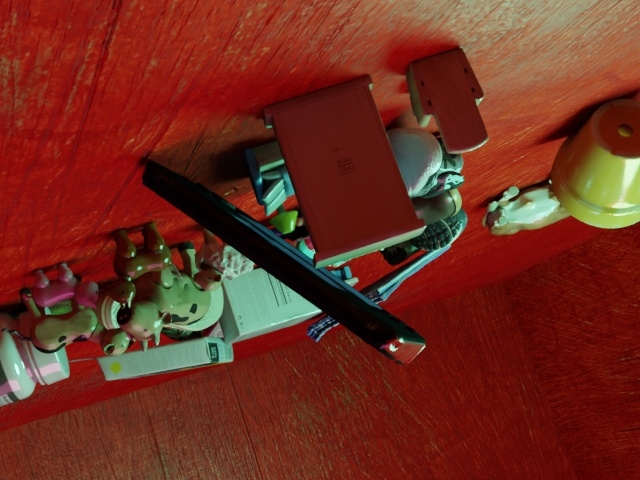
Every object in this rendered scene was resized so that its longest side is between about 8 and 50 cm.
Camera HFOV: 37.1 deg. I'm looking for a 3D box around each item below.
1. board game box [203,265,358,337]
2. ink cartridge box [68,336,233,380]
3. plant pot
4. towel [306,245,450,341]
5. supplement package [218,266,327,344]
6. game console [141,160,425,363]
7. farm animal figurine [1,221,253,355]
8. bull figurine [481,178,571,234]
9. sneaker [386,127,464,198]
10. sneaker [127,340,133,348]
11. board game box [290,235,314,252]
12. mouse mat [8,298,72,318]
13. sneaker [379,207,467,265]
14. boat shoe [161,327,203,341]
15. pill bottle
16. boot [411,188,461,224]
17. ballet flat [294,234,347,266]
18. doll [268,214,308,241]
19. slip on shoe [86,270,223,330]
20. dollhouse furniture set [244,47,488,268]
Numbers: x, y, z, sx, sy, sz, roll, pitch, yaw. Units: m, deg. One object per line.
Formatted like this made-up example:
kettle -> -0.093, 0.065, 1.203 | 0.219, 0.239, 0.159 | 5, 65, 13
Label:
board game box -> -0.128, 0.183, 2.618 | 0.390, 0.050, 0.390 | -16, 169, -18
ink cartridge box -> -0.368, 0.267, 2.110 | 0.307, 0.072, 0.303 | -12, 174, 3
plant pot -> 0.541, -0.155, 1.743 | 0.205, 0.205, 0.188 | -18, 154, -6
towel -> 0.127, 0.120, 2.155 | 0.243, 0.040, 0.336 | -33, 179, -36
supplement package -> -0.106, 0.131, 2.154 | 0.244, 0.134, 0.139 | -15, 170, -23
game console -> -0.035, 0.035, 1.274 | 0.060, 0.386, 0.342 | -55, 166, -4
farm animal figurine -> -0.302, 0.105, 1.573 | 0.330, 0.172, 0.326 | -28, 166, 40
bull figurine -> 0.531, -0.092, 2.256 | 0.310, 0.101, 0.188 | -23, 165, 8
sneaker -> 0.159, -0.122, 1.456 | 0.153, 0.101, 0.268 | -16, 175, -19
sneaker -> -0.436, 0.202, 2.074 | 0.069, 0.084, 0.185 | -19, 169, 1
board game box -> 0.000, 0.000, 1.734 | 0.133, 0.033, 0.168 | -22, 180, 32
mouse mat -> -0.502, 0.128, 1.798 | 0.152, 0.007, 0.189 | -23, 170, 17
sneaker -> 0.235, -0.037, 2.067 | 0.122, 0.110, 0.283 | -28, -178, -31
boat shoe -> -0.314, 0.173, 2.114 | 0.109, 0.094, 0.302 | -21, 170, 8
pill bottle -> -0.600, 0.219, 1.669 | 0.283, 0.161, 0.161 | -18, 169, -9
boot -> 0.142, -0.035, 1.790 | 0.207, 0.090, 0.248 | -32, -179, -15
ballet flat -> 0.045, 0.001, 1.929 | 0.241, 0.091, 0.077 | -9, -169, -26
doll -> -0.050, -0.023, 1.717 | 0.189, 0.046, 0.129 | -16, 170, -13
slip on shoe -> -0.313, 0.122, 1.857 | 0.101, 0.123, 0.331 | 2, -176, 37
dollhouse furniture set -> 0.064, -0.070, 1.266 | 0.286, 0.198, 0.303 | -18, 170, -7
